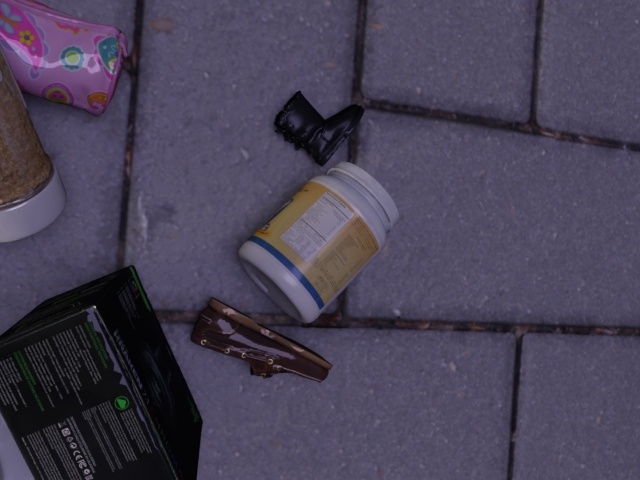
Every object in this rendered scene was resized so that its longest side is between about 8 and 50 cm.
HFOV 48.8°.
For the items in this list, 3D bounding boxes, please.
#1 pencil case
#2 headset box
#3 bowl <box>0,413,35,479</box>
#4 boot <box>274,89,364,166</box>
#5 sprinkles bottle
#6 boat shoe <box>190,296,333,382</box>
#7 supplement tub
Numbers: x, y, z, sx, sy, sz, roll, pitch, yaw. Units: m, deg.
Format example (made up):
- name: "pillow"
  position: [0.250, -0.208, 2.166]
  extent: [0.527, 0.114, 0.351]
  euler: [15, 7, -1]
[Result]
- name: "pencil case"
  position: [-0.381, -0.246, 0.846]
  extent: [0.284, 0.124, 0.124]
  euler: [17, 84, -22]
- name: "headset box"
  position: [-0.246, 0.180, 0.829]
  extent: [0.131, 0.283, 0.247]
  euler: [-23, 98, -4]
- name: "bowl"
  position: [-0.428, 0.274, 0.796]
  extent: [0.297, 0.134, 0.298]
  euler: [3, 79, -15]
- name: "boot"
  position: [-0.004, -0.180, 1.041]
  extent: [0.099, 0.045, 0.121]
  euler: [41, 78, -15]
- name: "sprinkles bottle"
  position: [-0.389, -0.165, 0.753]
  extent: [0.121, 0.121, 0.356]
  euler: [-26, 134, -19]
- name: "boat shoe"
  position: [-0.083, 0.156, 1.000]
  extent: [0.206, 0.073, 0.073]
  euler: [29, 82, -13]
- name: "supplement tub"
  position: [0.000, 0.000, 0.989]
  extent: [0.200, 0.144, 0.144]
  euler: [-45, 106, -16]
